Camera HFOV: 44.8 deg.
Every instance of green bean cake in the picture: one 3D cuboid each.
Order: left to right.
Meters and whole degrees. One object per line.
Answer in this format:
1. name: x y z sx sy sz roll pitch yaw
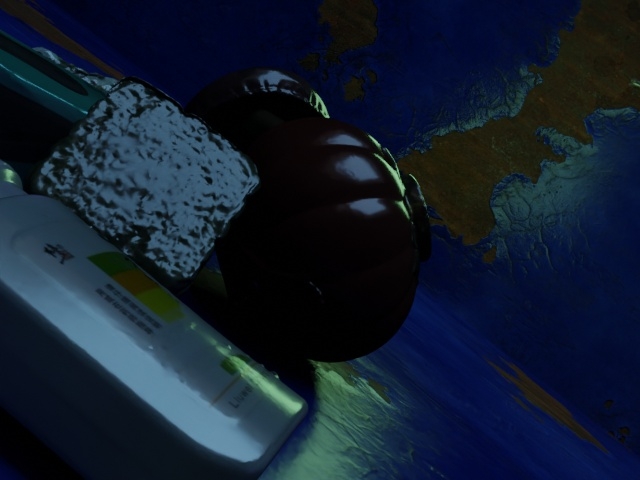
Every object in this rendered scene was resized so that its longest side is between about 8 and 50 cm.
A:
1. green bean cake: -0.175 -0.048 0.778 0.183 0.185 0.094 35 -31 -6

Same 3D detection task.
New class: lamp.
1. lamp: 0.000 0.000 0.950 0.303 0.257 0.303 165 -90 -83

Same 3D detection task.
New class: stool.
1. stool: -0.087 -0.112 1.212 0.272 0.272 0.178 29 24 -46

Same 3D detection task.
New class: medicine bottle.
1. medicine bottle: -0.153 0.057 0.496 0.296 0.111 0.161 37 7 8

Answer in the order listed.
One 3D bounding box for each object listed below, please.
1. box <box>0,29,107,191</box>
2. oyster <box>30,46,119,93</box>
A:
1. box: -0.357 -0.157 0.860 0.311 0.118 0.205 30 11 -39
2. oyster: -0.357 -0.220 1.277 0.198 0.112 0.268 40 11 24
